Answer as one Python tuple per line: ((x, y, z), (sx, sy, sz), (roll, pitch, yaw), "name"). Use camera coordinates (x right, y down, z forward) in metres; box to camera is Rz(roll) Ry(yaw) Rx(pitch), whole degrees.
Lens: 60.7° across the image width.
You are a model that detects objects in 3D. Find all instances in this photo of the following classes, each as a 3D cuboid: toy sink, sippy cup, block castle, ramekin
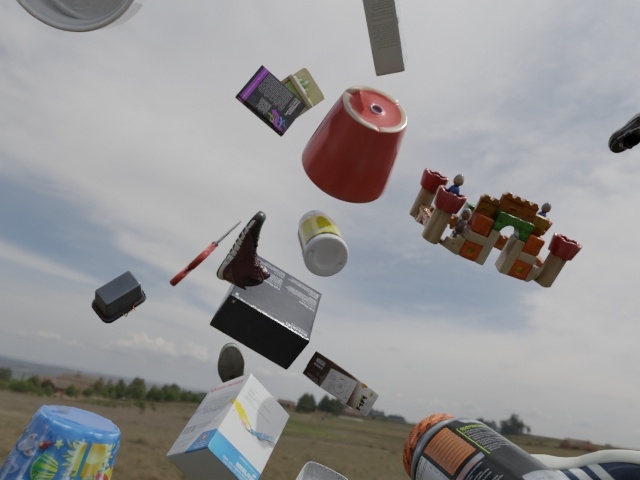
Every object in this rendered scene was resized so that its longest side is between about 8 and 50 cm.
((-0.113, -0.558, 2.149), (0.234, 0.153, 0.131), (-32, 12, 5), "toy sink")
((-0.501, 0.447, 1.045), (0.305, 0.224, 0.240), (17, -11, 19), "sippy cup")
((0.514, -0.063, 1.632), (0.452, 0.213, 0.303), (21, 19, -7), "block castle")
((-0.469, -0.553, 1.079), (0.277, 0.278, 0.135), (10, 15, -3), "ramekin")

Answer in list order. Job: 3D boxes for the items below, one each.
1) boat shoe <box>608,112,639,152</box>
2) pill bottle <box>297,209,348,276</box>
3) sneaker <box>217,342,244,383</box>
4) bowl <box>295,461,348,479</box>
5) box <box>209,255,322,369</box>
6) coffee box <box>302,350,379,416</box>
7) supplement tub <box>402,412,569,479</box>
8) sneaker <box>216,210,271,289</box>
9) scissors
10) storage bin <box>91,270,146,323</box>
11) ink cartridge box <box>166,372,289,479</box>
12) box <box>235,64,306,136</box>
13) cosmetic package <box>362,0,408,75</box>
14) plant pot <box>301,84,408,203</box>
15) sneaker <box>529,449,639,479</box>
((0.595, -0.197, 1.049), (0.046, 0.038, 0.125), (10, -21, -2), "boat shoe")
((0.000, 0.000, 1.473), (0.119, 0.119, 0.208), (14, 22, -16), "pill bottle")
((-0.282, 0.379, 1.698), (0.083, 0.118, 0.222), (-9, -55, -14), "sneaker")
((-0.005, 0.684, 1.460), (0.141, 0.142, 0.053), (19, -46, 19), "bowl")
((-0.200, 0.263, 2.103), (0.343, 0.313, 0.179), (32, -62, -7), "box")
((0.073, 0.516, 1.968), (0.246, 0.098, 0.141), (40, -12, -28), "coffee box")
((0.288, 0.437, 0.955), (0.193, 0.194, 0.316), (17, 1, -23), "supplement tub")
((-0.217, 0.046, 1.840), (0.162, 0.281, 0.106), (33, 19, -5), "sneaker")
((-0.257, 0.022, 1.246), (0.021, 0.109, 0.297), (46, 18, -8), "scissors")
((-0.539, 0.150, 1.470), (0.098, 0.135, 0.091), (47, -32, 13), "storage bin")
((-0.224, 0.487, 1.371), (0.171, 0.233, 0.168), (-26, -71, 36), "ink cartridge box")
((-0.132, -0.376, 1.479), (0.162, 0.116, 0.029), (40, -17, -12), "box")
((0.167, -0.555, 1.401), (0.085, 0.117, 0.231), (-6, -58, 18), "cosmetic package")
((0.110, -0.283, 1.550), (0.274, 0.275, 0.243), (13, -42, -14), "plant pot")
((0.527, 0.502, 1.078), (0.349, 0.148, 0.131), (-11, -33, 19), "sneaker")
